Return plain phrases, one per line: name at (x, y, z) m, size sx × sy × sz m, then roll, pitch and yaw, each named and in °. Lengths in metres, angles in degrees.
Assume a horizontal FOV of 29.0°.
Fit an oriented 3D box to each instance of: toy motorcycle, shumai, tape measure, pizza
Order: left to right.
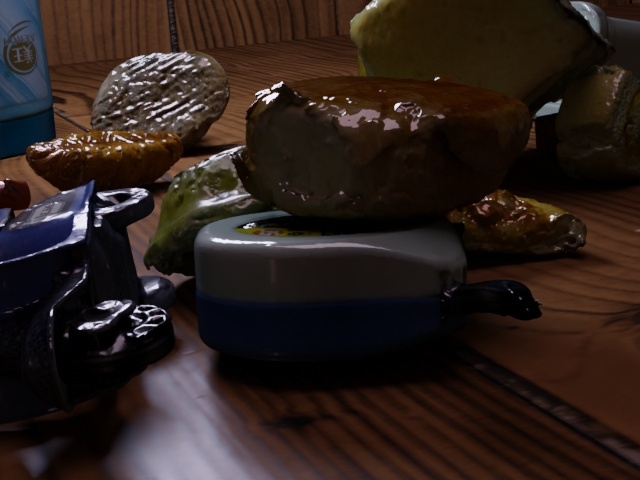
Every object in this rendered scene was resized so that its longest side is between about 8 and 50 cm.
toy motorcycle at (-0.212, 0.049, 0.879) m, size 0.212 × 0.125 × 0.358 m, roll -12°, pitch 15°, yaw -6°
shumai at (-0.229, -0.195, 1.831) m, size 0.209 × 0.161 × 0.153 m, roll -26°, pitch -8°, yaw 1°
tape measure at (0.018, 0.038, 0.852) m, size 0.215 × 0.098 × 0.351 m, roll -3°, pitch 7°, yaw -1°
pizza at (0.098, -0.028, 1.148) m, size 0.292 × 0.058 × 0.197 m, roll 10°, pitch 11°, yaw 32°

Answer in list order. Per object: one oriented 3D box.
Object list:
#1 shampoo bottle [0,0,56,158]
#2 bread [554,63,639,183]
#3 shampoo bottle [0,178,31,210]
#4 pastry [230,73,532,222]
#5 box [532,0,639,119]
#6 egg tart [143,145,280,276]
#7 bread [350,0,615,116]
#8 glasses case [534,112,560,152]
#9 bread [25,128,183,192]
shampoo bottle at (-0.597, -0.308, 1.926) m, size 0.331 × 0.343 × 0.331 m, roll -4°, pitch 13°, yaw 1°
bread at (0.322, -0.107, 1.390) m, size 0.103 × 0.156 × 0.110 m, roll 4°, pitch 48°, yaw 45°
shampoo bottle at (-0.445, -0.045, 1.373) m, size 0.244 × 0.085 × 0.085 m, roll -4°, pitch 14°, yaw 5°
pastry at (0.043, -0.072, 0.939) m, size 0.229 × 0.100 × 0.218 m, roll 5°, pitch 14°, yaw 13°
box at (0.384, -0.271, 1.881) m, size 0.182 × 0.175 × 0.312 m, roll -2°, pitch 12°, yaw -27°
egg tart at (-0.064, -0.028, 1.092) m, size 0.197 × 0.078 × 0.197 m, roll -15°, pitch -13°, yaw -3°
bread at (0.171, -0.228, 1.476) m, size 0.264 × 0.239 × 0.395 m, roll -41°, pitch -6°, yaw 17°
glasses case at (0.369, -0.125, 1.524) m, size 0.075 × 0.049 × 0.218 m, roll -13°, pitch 17°, yaw -35°
bread at (-0.268, -0.093, 1.526) m, size 0.105 × 0.076 × 0.233 m, roll 23°, pitch 22°, yaw 37°
